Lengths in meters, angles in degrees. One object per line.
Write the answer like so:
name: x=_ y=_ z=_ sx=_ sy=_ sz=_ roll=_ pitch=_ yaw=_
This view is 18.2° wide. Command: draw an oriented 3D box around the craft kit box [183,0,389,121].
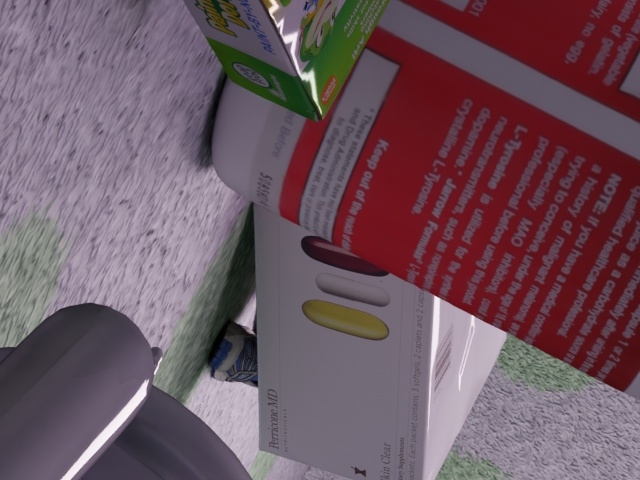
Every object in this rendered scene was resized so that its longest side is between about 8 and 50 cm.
craft kit box: x=0.016 y=-0.202 z=0.787 sx=0.250 sy=0.061 sz=0.246 roll=-61 pitch=160 yaw=-11

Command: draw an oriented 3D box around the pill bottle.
pill bottle: x=0.161 y=-0.046 z=1.171 sx=0.229 sy=0.408 sz=0.229 roll=-61 pitch=173 yaw=-12

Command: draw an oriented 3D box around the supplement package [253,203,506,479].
supplement package: x=0.054 y=0.030 z=1.549 sx=0.204 sy=0.145 sz=0.262 roll=-57 pitch=155 yaw=-44

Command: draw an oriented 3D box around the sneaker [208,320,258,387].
sneaker: x=-0.055 y=0.103 z=1.636 sx=0.052 sy=0.058 sz=0.135 roll=-62 pitch=174 yaw=-1

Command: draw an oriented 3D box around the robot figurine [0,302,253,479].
robot figurine: x=-0.129 y=0.162 z=0.666 sx=0.300 sy=0.200 sz=0.353 roll=-65 pitch=173 yaw=28

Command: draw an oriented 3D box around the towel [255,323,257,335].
towel: x=0.000 y=0.000 z=1.782 sx=0.199 sy=0.031 sz=0.275 roll=-61 pitch=173 yaw=-25
